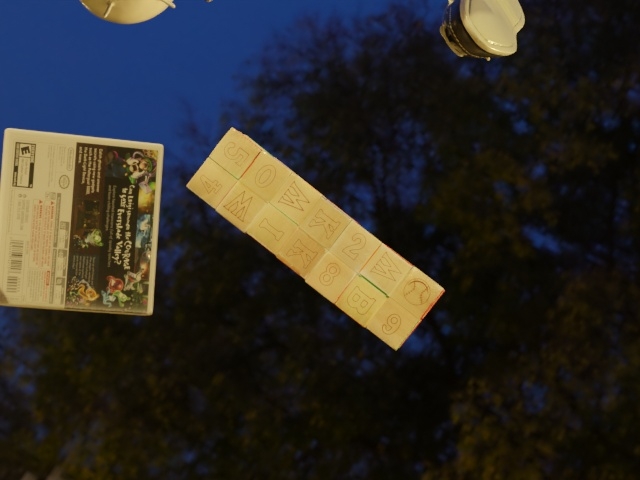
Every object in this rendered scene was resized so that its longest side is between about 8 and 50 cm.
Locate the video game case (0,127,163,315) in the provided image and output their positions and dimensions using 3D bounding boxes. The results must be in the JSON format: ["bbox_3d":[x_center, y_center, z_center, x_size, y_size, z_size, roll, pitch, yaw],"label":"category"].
[{"bbox_3d":[-0.262,-0.019,1.444,0.173,0.190,0.022,5,-7,-17],"label":"video game case"}]

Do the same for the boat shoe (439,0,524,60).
[{"bbox_3d":[0.220,-0.301,1.894,0.091,0.302,0.114,-30,-87,24],"label":"boat shoe"}]

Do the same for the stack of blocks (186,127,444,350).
[{"bbox_3d":[0.000,0.000,1.537,0.297,0.087,0.171,38,2,5],"label":"stack of blocks"}]

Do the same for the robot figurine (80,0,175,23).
[{"bbox_3d":[-0.364,-0.533,2.405,0.200,0.300,0.353,76,-5,-57],"label":"robot figurine"}]
